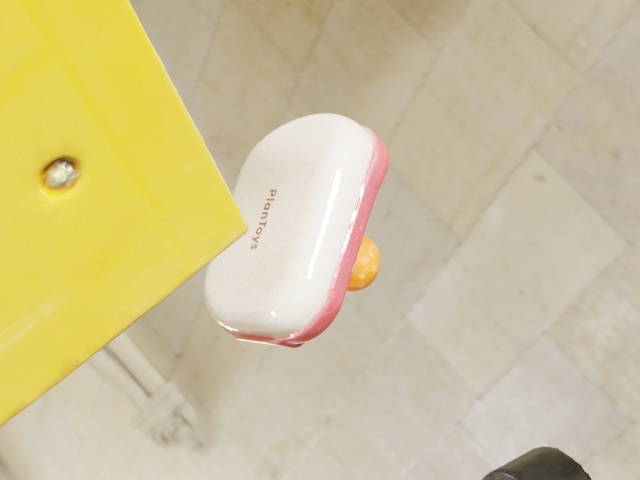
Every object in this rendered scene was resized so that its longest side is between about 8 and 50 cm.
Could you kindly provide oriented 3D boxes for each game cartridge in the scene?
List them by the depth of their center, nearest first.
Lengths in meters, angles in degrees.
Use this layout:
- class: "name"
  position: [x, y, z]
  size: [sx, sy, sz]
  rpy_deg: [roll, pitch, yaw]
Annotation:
- class: "game cartridge"
  position: [-0.216, -0.001, 0.706]
  size: [0.323, 0.052, 0.285]
  rpy_deg: [-37, -38, -11]

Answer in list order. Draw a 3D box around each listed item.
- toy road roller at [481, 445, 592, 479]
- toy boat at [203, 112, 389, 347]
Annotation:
- class: "toy road roller"
  position: [0.163, 0.307, 0.816]
  size: [0.202, 0.329, 0.241]
  rpy_deg: [-22, -65, -28]
- class: "toy boat"
  position: [0.000, 0.000, 1.193]
  size: [0.151, 0.151, 0.231]
  rpy_deg: [32, -110, -43]
